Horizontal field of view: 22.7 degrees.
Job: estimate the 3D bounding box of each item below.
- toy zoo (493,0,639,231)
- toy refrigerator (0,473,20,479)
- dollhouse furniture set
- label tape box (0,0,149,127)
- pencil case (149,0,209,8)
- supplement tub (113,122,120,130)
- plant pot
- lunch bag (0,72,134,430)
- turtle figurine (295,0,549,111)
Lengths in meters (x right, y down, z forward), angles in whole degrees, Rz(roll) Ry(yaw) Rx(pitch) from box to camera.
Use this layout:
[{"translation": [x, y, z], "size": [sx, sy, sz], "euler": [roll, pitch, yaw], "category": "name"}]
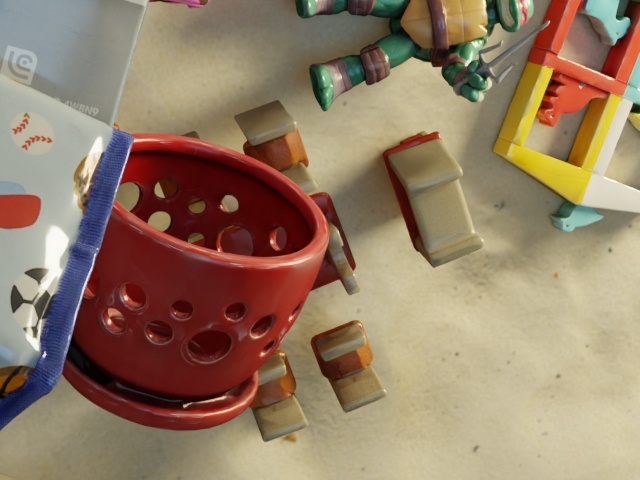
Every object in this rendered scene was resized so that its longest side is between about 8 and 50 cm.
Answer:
[{"translation": [0.280, -0.146, 1.497], "size": [0.192, 0.030, 0.293], "euler": [19, 96, -26], "category": "toy zoo"}, {"translation": [-0.311, 0.237, 1.313], "size": [0.269, 0.102, 0.094], "euler": [25, 94, -27], "category": "toy refrigerator"}, {"translation": [0.000, 0.000, 1.388], "size": [0.259, 0.135, 0.262], "euler": [-21, 111, -4], "category": "dollhouse furniture set"}, {"translation": [-0.182, -0.273, 1.146], "size": [0.115, 0.249, 0.348], "euler": [12, 99, -25], "category": "label tape box"}, {"translation": [-0.101, -0.288, 1.269], "size": [0.098, 0.095, 0.209], "euler": [12, 102, -41], "category": "pencil case"}, {"translation": [-0.234, -0.018, 1.268], "size": [0.117, 0.117, 0.190], "euler": [19, 95, -26], "category": "supplement tub"}, {"translation": [-0.108, 0.037, 1.204], "size": [0.191, 0.191, 0.174], "euler": [10, 116, -25], "category": "plant pot"}, {"translation": [-0.359, 0.028, 1.053], "size": [0.328, 0.385, 0.239], "euler": [29, 55, -20], "category": "lunch bag"}, {"translation": [0.101, -0.190, 1.360], "size": [0.234, 0.118, 0.175], "euler": [-13, 77, -5], "category": "turtle figurine"}]
